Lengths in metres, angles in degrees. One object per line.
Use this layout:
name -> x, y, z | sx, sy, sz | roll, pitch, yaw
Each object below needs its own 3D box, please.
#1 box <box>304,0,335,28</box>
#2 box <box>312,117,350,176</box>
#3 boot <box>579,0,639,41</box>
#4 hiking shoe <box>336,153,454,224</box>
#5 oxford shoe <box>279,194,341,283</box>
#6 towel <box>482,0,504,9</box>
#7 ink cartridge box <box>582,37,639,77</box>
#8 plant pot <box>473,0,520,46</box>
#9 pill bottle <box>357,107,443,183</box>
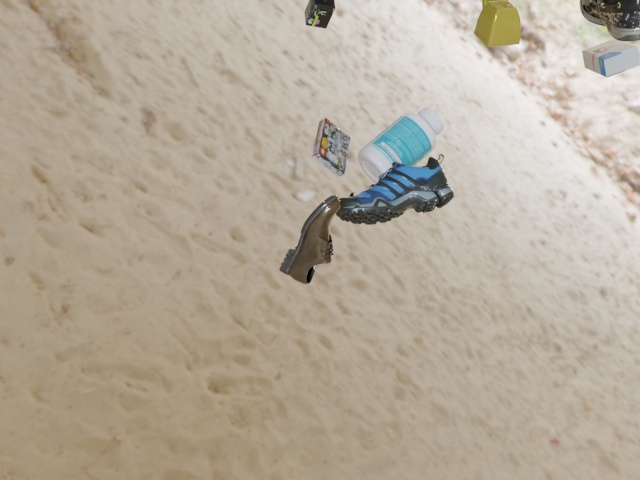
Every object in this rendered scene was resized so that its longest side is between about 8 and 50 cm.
box -> -0.002, -0.626, 2.164 | 0.062, 0.083, 0.052 | 4, 61, -18
box -> 0.029, -0.239, 2.035 | 0.094, 0.027, 0.137 | 35, 44, -27
boot -> 0.521, -0.465, 1.393 | 0.236, 0.085, 0.178 | -97, 176, -57
hiking shoe -> 0.173, -0.123, 1.976 | 0.304, 0.113, 0.132 | -11, 74, -12
oxford shoe -> 0.000, 0.000, 1.782 | 0.096, 0.227, 0.083 | 34, 27, 14
towel -> 0.554, -0.747, 2.307 | 0.237, 0.102, 0.021 | -32, 42, -24
ink cartridge box -> 0.711, -0.449, 1.955 | 0.122, 0.089, 0.052 | -110, 179, -67
plant pot -> 0.408, -0.498, 1.810 | 0.082, 0.083, 0.081 | -7, 38, -15
pill bottle -> 0.252, -0.291, 2.428 | 0.146, 0.264, 0.146 | 46, -14, 15
